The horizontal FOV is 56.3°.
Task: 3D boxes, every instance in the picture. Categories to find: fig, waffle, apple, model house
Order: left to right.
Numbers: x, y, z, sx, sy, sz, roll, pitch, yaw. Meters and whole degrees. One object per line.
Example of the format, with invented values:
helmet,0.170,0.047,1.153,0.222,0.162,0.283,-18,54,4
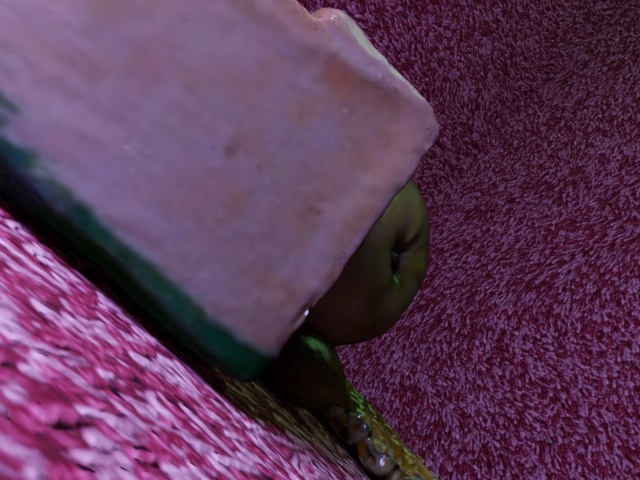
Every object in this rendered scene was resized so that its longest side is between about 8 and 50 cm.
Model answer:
model house,-0.155,-0.116,0.631,0.382,0.334,0.343,43,-14,-25
fig,-0.014,0.175,0.794,0.155,0.103,0.109,37,17,0
apple,0.000,0.000,0.951,0.357,0.357,0.357,45,-6,6
waffle,0.087,0.333,1.020,0.317,0.073,0.297,47,-5,-41

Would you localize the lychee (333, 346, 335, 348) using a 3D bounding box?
lychee,-0.043,0.191,1.413,0.188,0.188,0.188,45,-6,6
